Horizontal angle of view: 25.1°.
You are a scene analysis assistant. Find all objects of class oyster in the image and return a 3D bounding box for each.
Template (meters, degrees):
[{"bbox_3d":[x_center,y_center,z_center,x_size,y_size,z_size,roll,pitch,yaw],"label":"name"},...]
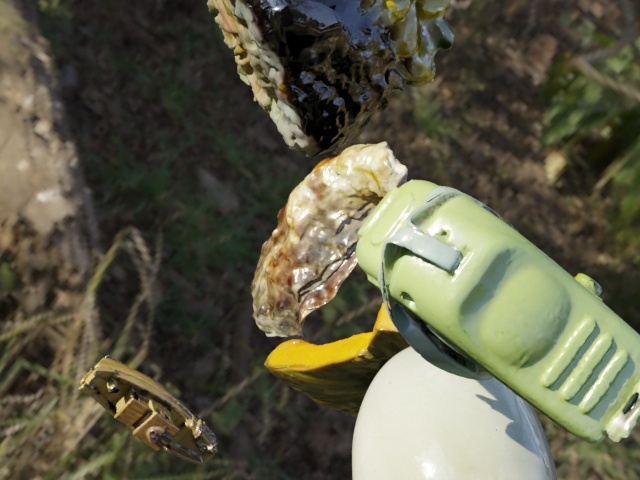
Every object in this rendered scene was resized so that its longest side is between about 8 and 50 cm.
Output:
[{"bbox_3d":[-0.009,-0.003,1.795,0.100,0.271,0.275,17,0,-32],"label":"oyster"}]

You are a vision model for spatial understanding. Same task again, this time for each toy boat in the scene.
[{"bbox_3d":[-0.205,0.210,1.719,0.206,0.064,0.072,38,15,-33],"label":"toy boat"}]

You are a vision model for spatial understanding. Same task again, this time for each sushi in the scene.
[{"bbox_3d":[0.022,-0.297,1.811,0.328,0.285,0.329,54,-12,53],"label":"sushi"}]

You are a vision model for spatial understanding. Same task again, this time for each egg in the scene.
[{"bbox_3d":[0.098,0.169,1.076,0.151,0.151,0.209,20,41,-31],"label":"egg"}]

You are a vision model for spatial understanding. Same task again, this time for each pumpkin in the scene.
[{"bbox_3d":[0.127,0.129,1.555,0.258,0.290,0.095,23,50,-36],"label":"pumpkin"}]

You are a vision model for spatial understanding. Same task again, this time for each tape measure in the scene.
[{"bbox_3d":[0.103,0.038,0.938,0.200,0.106,0.175,35,-1,-24],"label":"tape measure"}]
